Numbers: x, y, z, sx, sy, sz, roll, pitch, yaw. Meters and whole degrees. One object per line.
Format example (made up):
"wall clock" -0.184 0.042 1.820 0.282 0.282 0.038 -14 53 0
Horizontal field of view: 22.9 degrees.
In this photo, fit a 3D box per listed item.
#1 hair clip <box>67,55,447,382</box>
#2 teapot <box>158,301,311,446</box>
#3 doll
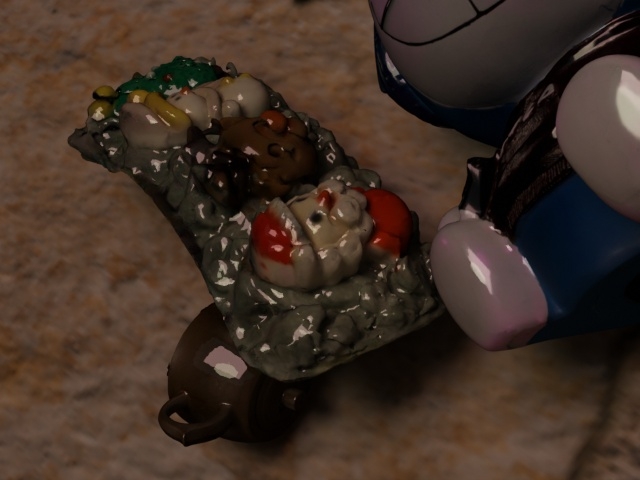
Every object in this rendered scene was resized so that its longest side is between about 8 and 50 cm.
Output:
"hair clip" -0.045 -0.044 0.923 0.138 0.091 0.321 -23 38 -20
"teapot" -0.042 0.082 0.891 0.068 0.076 0.121 20 34 32
"doll" 0.141 -0.121 0.819 0.284 0.240 0.309 -40 58 40
